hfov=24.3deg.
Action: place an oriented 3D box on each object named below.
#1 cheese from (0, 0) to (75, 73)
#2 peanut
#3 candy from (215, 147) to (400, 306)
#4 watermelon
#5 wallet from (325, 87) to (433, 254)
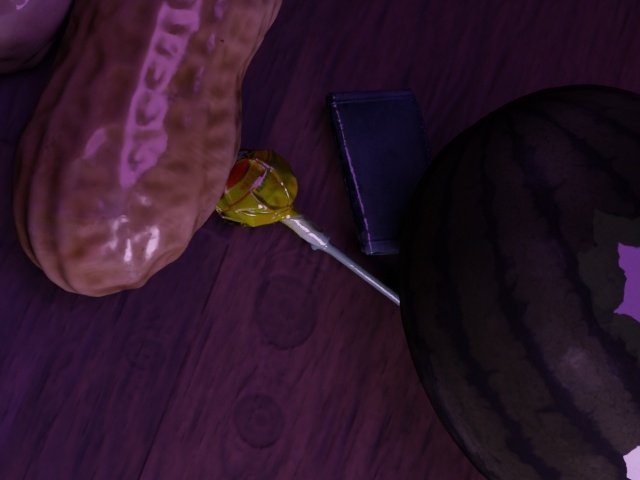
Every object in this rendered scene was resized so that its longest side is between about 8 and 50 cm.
[{"bbox_3d":[-0.287,-0.196,0.999,0.263,0.093,0.159,2,85,-22],"label":"cheese"},{"bbox_3d":[-0.109,-0.115,1.027,0.153,0.140,0.325,37,69,-41],"label":"peanut"},{"bbox_3d":[0.000,0.000,1.108,0.194,0.062,0.058,38,27,-21],"label":"candy"},{"bbox_3d":[0.210,0.066,1.050,0.279,0.279,0.359,-37,96,-21],"label":"watermelon"},{"bbox_3d":[0.051,-0.053,1.134,0.088,0.026,0.129,-6,80,-37],"label":"wallet"}]
